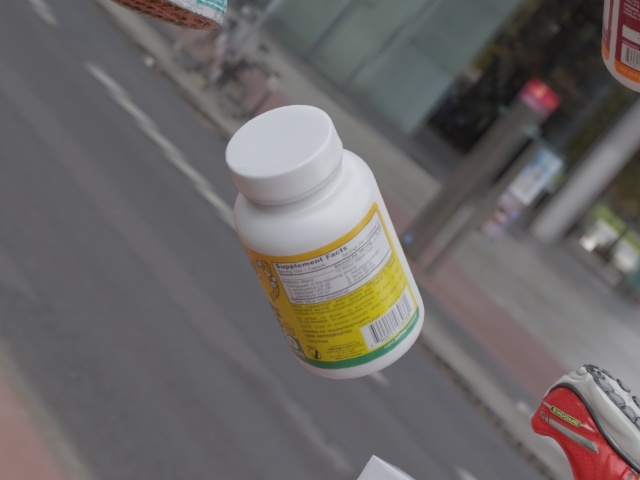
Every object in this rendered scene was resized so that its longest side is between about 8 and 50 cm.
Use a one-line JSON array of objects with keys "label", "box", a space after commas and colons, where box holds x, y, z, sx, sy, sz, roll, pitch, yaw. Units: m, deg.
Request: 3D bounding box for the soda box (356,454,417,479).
[{"label": "soda box", "box": [0.124, 0.302, 1.892, 0.216, 0.074, 0.069, 32, -1, 28]}]

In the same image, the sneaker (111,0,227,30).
[{"label": "sneaker", "box": [-0.217, -0.324, 1.970, 0.302, 0.121, 0.108, 27, -12, -18]}]

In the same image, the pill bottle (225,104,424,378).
[{"label": "pill bottle", "box": [0.000, 0.000, 1.518, 0.117, 0.117, 0.208, 48, -15, 51]}]

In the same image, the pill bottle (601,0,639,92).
[{"label": "pill bottle", "box": [0.301, -0.238, 1.604, 0.121, 0.121, 0.221, 45, -30, 39]}]

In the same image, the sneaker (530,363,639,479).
[{"label": "sneaker", "box": [0.313, 0.255, 1.886, 0.279, 0.118, 0.107, 54, 22, 19]}]
